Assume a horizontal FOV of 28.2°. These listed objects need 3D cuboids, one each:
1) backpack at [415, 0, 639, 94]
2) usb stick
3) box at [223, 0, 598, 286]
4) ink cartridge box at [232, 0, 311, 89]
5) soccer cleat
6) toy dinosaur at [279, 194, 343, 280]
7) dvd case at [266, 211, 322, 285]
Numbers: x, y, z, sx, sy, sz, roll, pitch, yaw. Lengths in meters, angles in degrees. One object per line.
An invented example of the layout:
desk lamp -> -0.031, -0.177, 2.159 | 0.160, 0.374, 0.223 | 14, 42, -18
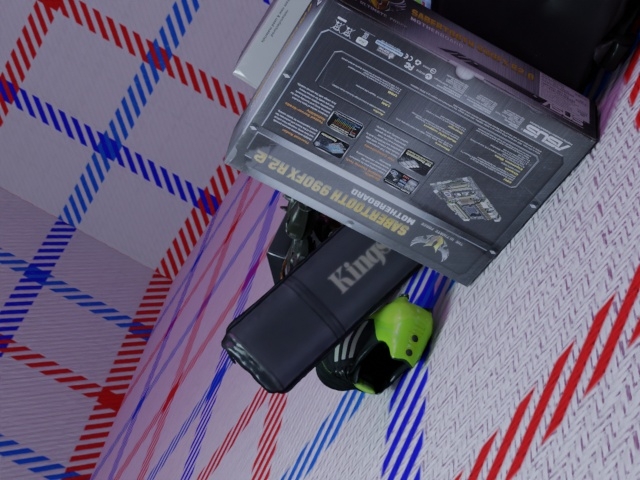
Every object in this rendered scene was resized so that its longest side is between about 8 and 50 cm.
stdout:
backpack -> 0.185, -0.308, 1.081 | 0.355, 0.273, 0.290 | -52, -17, -53
usb stick -> 0.036, 0.019, 1.084 | 0.278, 0.077, 0.045 | -42, -17, -14
box -> 0.067, -0.083, 0.984 | 0.183, 0.231, 0.056 | -54, 15, 40
ink cartridge box -> 0.033, -0.233, 1.627 | 0.168, 0.233, 0.171 | -56, 10, 13
soccer cleat -> 0.038, 0.106, 1.114 | 0.179, 0.060, 0.072 | -42, 22, 55
toy dinosaur -> 0.029, 0.019, 1.243 | 0.322, 0.164, 0.218 | -85, 11, -48
dvd case -> 0.000, 0.000, 1.421 | 0.238, 0.030, 0.179 | 79, -147, -60
